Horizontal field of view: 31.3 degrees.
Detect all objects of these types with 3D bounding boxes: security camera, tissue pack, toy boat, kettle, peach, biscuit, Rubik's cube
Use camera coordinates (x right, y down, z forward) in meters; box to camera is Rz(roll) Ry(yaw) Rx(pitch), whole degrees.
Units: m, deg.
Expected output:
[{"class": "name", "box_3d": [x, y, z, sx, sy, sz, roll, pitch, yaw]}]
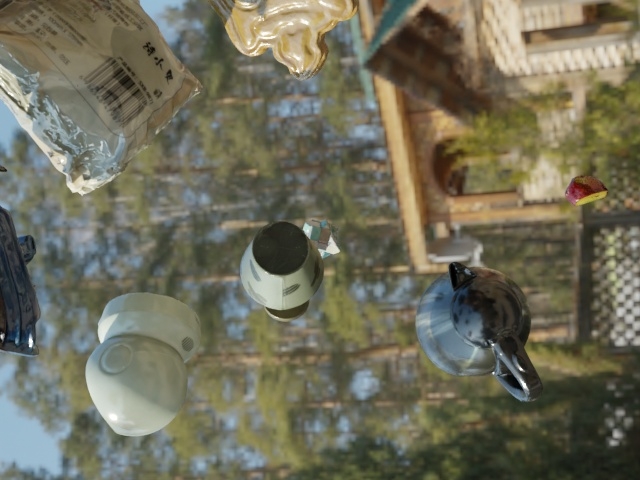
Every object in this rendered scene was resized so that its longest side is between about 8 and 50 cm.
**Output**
[{"class": "security camera", "box_3d": [-0.320, 0.235, 2.054, 0.194, 0.195, 0.236, 64, -154, -52]}, {"class": "tissue pack", "box_3d": [-0.415, -0.319, 2.027, 0.375, 0.195, 0.390, 54, -135, -15]}, {"class": "toy boat", "box_3d": [-0.530, 0.050, 1.910, 0.142, 0.129, 0.309, -21, -84, -52]}, {"class": "kettle", "box_3d": [0.279, 0.157, 2.013, 0.271, 0.207, 0.250, 88, -177, -80]}, {"class": "peach", "box_3d": [0.570, -0.108, 2.442, 0.050, 0.083, 0.077, 96, -160, -58]}, {"class": "biscuit", "box_3d": [-0.084, -0.455, 1.975, 0.375, 0.269, 0.051, 69, -153, -15]}, {"class": "Rubik's cube", "box_3d": [0.002, -0.002, 2.320, 0.073, 0.075, 0.084, 153, 113, -72]}]

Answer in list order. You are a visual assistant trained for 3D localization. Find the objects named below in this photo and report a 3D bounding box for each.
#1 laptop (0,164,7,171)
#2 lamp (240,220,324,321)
[{"class": "laptop", "box_3d": [-0.603, -0.130, 1.788, 0.197, 0.135, 0.016, 1, -76, -34]}, {"class": "lamp", "box_3d": [-0.054, 0.048, 1.645, 0.214, 0.121, 0.121, 85, -173, -69]}]
